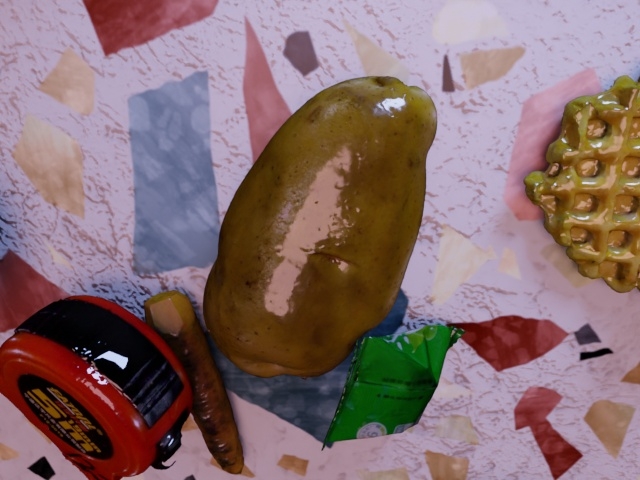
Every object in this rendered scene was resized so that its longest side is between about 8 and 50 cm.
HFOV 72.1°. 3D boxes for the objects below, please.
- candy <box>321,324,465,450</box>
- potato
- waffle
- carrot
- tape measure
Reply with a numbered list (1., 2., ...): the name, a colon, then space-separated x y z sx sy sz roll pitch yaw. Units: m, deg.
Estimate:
1. candy: 0.093 0.168 0.525 0.078 0.203 0.141 17 101 45
2. potato: 0.000 0.000 0.482 0.195 0.176 0.369 31 107 22
3. waffle: 0.377 -0.067 0.477 0.291 0.051 0.291 2 111 6
4. carrot: -0.166 0.216 0.619 0.066 0.066 0.314 -12 109 9
5. tape measure: -0.280 0.192 0.564 0.260 0.114 0.253 -28 105 37
